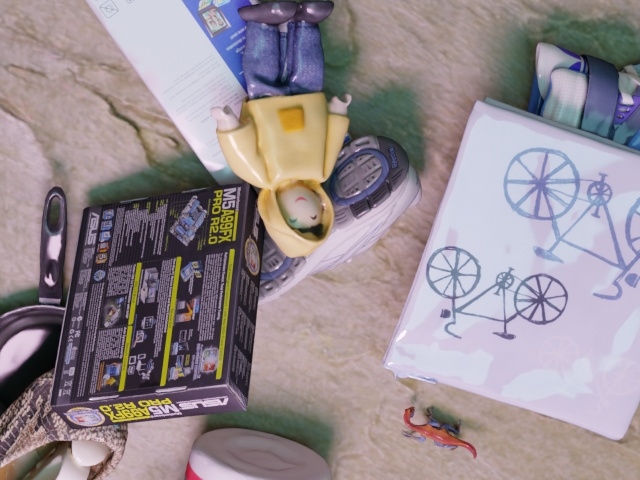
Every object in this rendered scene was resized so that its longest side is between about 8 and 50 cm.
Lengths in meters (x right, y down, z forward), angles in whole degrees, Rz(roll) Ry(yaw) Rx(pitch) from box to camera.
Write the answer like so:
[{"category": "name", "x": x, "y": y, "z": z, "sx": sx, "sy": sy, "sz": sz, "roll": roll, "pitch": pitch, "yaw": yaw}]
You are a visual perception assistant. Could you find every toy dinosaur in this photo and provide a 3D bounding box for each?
[{"category": "toy dinosaur", "x": 0.143, "y": 0.234, "z": 1.943, "sx": 0.082, "sy": 0.090, "sz": 0.047, "roll": 21, "pitch": 85, "yaw": -42}]

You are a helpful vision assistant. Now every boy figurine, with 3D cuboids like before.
[{"category": "boy figurine", "x": -0.042, "y": -0.123, "z": 1.734, "sx": 0.177, "sy": 0.092, "sz": 0.285, "roll": -2, "pitch": 91, "yaw": -33}]

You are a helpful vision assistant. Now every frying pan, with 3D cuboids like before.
[{"category": "frying pan", "x": -0.351, "y": 0.109, "z": 1.867, "sx": 0.197, "sy": 0.053, "sz": 0.326, "roll": -17, "pitch": 104, "yaw": -1}]

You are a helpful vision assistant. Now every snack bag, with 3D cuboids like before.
[{"category": "snack bag", "x": 0.272, "y": 0.042, "z": 1.798, "sx": 0.323, "sy": 0.037, "sz": 0.343, "roll": 17, "pitch": 99, "yaw": -9}]

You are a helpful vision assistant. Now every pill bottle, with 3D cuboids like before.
[{"category": "pill bottle", "x": -0.104, "y": 0.407, "z": 1.901, "sx": 0.176, "sy": 0.176, "sz": 0.319, "roll": 11, "pitch": 103, "yaw": -8}]

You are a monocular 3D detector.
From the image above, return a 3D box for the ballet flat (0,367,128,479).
[{"category": "ballet flat", "x": -0.405, "y": 0.344, "z": 1.817, "sx": 0.483, "sy": 0.182, "sz": 0.164, "roll": -44, "pitch": 124, "yaw": 14}]

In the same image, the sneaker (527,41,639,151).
[{"category": "sneaker", "x": 0.372, "y": -0.184, "z": 1.827, "sx": 0.236, "sy": 0.130, "sz": 0.323, "roll": 38, "pitch": 103, "yaw": -17}]

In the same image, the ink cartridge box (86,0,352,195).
[{"category": "ink cartridge box", "x": -0.122, "y": -0.209, "z": 1.807, "sx": 0.165, "sy": 0.065, "sz": 0.333, "roll": -34, "pitch": 103, "yaw": 3}]

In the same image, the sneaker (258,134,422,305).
[{"category": "sneaker", "x": 0.000, "y": 0.000, "z": 1.842, "sx": 0.297, "sy": 0.129, "sz": 0.111, "roll": -32, "pitch": 61, "yaw": 14}]

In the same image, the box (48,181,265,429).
[{"category": "box", "x": -0.179, "y": 0.072, "z": 1.747, "sx": 0.216, "sy": 0.270, "sz": 0.060, "roll": -9, "pitch": 144, "yaw": 17}]
